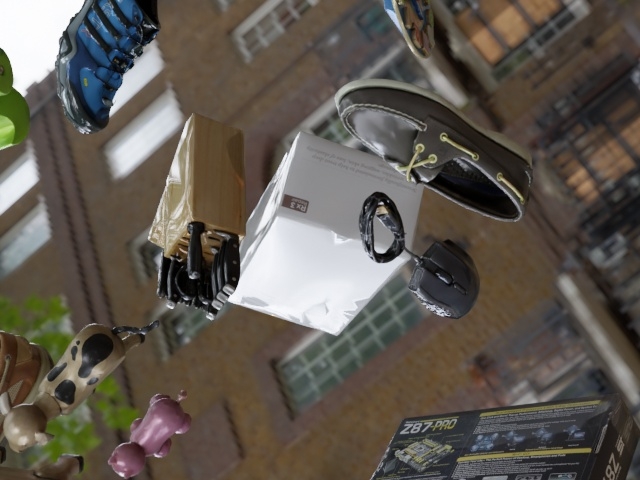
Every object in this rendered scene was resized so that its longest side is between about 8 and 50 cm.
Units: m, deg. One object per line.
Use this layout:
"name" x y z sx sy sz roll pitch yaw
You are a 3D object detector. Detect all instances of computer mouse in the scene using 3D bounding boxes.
"computer mouse" 0.104 0.019 1.306 0.041 0.071 0.242 28 175 36

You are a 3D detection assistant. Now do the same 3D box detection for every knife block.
"knife block" -0.156 -0.034 1.903 0.088 0.276 0.242 19 180 -25

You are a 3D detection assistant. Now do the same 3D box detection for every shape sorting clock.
"shape sorting clock" 0.145 -0.389 2.122 0.206 0.040 0.206 -8 -90 -68

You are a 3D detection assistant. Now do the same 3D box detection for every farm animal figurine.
"farm animal figurine" -0.302 0.273 1.487 0.172 0.326 0.330 -22 -82 -78

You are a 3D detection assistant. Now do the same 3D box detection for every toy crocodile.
"toy crocodile" -0.478 -0.214 1.664 0.340 0.115 0.105 48 -145 -65

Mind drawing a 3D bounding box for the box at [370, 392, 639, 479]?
"box" 0.239 0.378 1.958 0.097 0.395 0.318 56 -139 -25

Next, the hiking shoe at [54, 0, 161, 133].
"hiking shoe" -0.313 -0.310 2.029 0.113 0.132 0.304 18 -101 -62

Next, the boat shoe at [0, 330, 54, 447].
"boat shoe" -0.496 0.263 1.819 0.122 0.324 0.120 17 159 36

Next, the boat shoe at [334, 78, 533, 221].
"boat shoe" 0.114 -0.087 1.307 0.227 0.081 0.069 22 -127 -24

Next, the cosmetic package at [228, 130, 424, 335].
"cosmetic package" 0.000 0.000 2.117 0.217 0.385 0.156 19 -117 -10
